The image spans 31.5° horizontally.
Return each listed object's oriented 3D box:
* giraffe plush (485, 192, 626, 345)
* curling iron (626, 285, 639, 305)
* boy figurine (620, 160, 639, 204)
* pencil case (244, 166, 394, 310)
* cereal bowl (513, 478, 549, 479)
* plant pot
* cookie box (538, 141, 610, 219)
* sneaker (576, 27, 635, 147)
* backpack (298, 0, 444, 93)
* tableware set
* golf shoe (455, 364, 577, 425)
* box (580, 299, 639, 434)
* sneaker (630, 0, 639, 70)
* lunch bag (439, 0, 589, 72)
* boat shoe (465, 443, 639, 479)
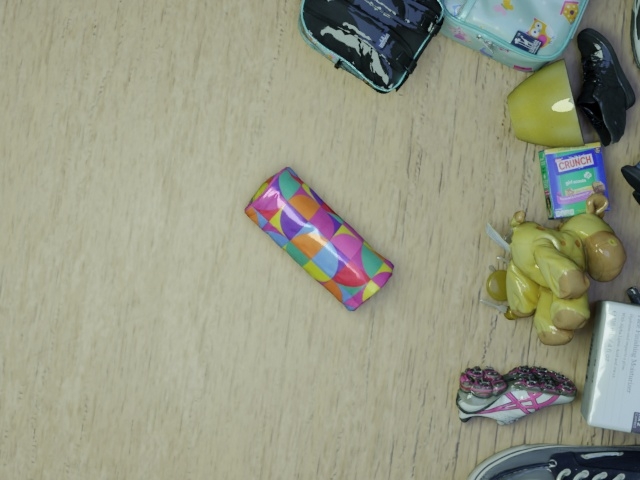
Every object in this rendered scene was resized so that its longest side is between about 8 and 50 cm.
[{"bbox_3d":[0.369,0.027,1.671,0.171,0.181,0.210,-18,62,-21],"label":"giraffe plush"},{"bbox_3d":[0.532,0.200,1.755,0.068,0.035,0.274,-21,91,-8],"label":"curling iron"},{"bbox_3d":[0.599,-0.151,1.734,0.285,0.092,0.177,-37,127,-2],"label":"boy figurine"},{"bbox_3d":[0.000,0.000,1.659,0.236,0.104,0.104,44,83,-7],"label":"pencil case"},{"bbox_3d":[0.295,0.513,1.570,0.339,0.141,0.338,1,99,7],"label":"cereal bowl"},{"bbox_3d":[0.334,-0.195,1.703,0.095,0.134,0.134,-14,90,14],"label":"plant pot"},{"bbox_3d":[0.388,-0.091,1.741,0.092,0.040,0.107,-9,89,-7],"label":"cookie box"},{"bbox_3d":[0.424,-0.234,1.736,0.089,0.051,0.170,-35,97,-26],"label":"sneaker"},{"bbox_3d":[0.062,-0.322,1.648,0.188,0.144,0.166,32,94,-11],"label":"backpack"},{"bbox_3d":[0.310,0.047,1.737,0.104,0.024,0.154,24,84,-10],"label":"tableware set"},{"bbox_3d":[0.293,0.236,1.714,0.186,0.067,0.086,2,116,-9],"label":"golf shoe"},{"bbox_3d":[0.455,0.183,1.659,0.119,0.182,0.180,8,89,10],"label":"box"},{"bbox_3d":[0.545,-0.363,1.720,0.122,0.146,0.330,-13,92,-10],"label":"sneaker"},{"bbox_3d":[0.295,-0.405,1.703,0.224,0.108,0.279,25,85,-7],"label":"lunch bag"},{"bbox_3d":[0.391,0.363,1.669,0.341,0.158,0.127,-7,89,-8],"label":"boat shoe"}]
